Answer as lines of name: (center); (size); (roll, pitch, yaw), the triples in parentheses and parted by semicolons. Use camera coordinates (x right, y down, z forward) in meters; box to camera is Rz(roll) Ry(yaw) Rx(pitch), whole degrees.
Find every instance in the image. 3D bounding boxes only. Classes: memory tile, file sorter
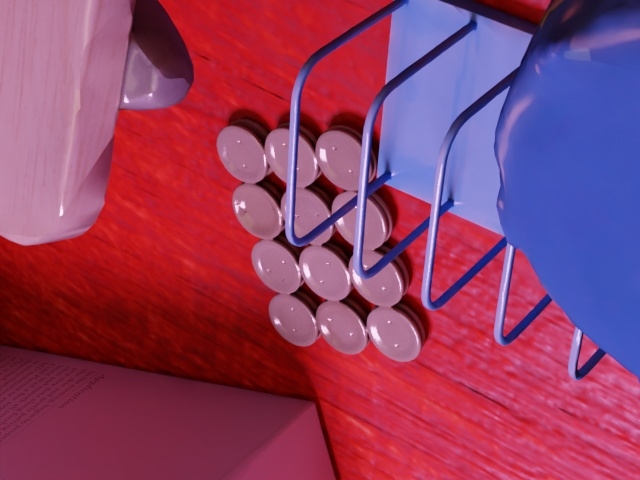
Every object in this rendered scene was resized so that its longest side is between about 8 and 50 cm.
memory tile: (0.000, 0.000, 0.902); (0.113, 0.012, 0.148); (4, 121, 39)
file sorter: (0.080, -0.028, 0.747); (0.170, 0.104, 0.118); (25, 132, 25)

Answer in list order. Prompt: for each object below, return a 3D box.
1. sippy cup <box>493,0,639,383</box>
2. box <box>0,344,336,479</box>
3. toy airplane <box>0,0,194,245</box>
sippy cup: (0.177, -0.063, 0.521); (0.240, 0.224, 0.305); (-1, 128, 44)
box: (-0.158, 0.214, 1.072); (0.345, 0.168, 0.215); (6, 122, 39)
toy airplane: (-0.097, -0.236, 0.616); (0.386, 0.272, 0.384); (-33, 91, 31)
